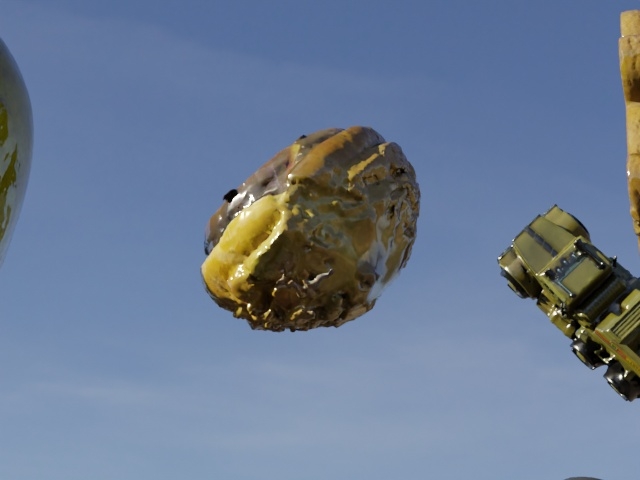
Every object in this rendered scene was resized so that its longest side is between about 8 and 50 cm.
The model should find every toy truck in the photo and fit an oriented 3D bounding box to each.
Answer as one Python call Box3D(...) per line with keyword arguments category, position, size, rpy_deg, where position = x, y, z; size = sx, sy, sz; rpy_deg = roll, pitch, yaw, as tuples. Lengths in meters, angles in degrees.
Box3D(category="toy truck", position=(0.335, 0.068, 1.535), size=(0.127, 0.257, 0.127), rpy_deg=(-44, -26, -2))

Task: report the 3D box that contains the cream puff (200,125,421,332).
Box3D(category="cream puff", position=(0.000, 0.000, 0.953), size=(0.129, 0.189, 0.189), rpy_deg=(46, -23, 8))

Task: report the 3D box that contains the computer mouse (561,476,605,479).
Box3D(category="computer mouse", position=(0.415, 0.430, 1.721), size=(0.269, 0.086, 0.137), rpy_deg=(39, -35, -9))

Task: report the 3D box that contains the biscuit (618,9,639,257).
Box3D(category="biscuit", position=(0.314, -0.103, 1.197), size=(0.049, 0.301, 0.197), rpy_deg=(-5, -41, 15))

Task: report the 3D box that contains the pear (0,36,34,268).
Box3D(category="pear", position=(-0.360, -0.064, 1.043), size=(0.253, 0.253, 0.307), rpy_deg=(6, -58, -9))
